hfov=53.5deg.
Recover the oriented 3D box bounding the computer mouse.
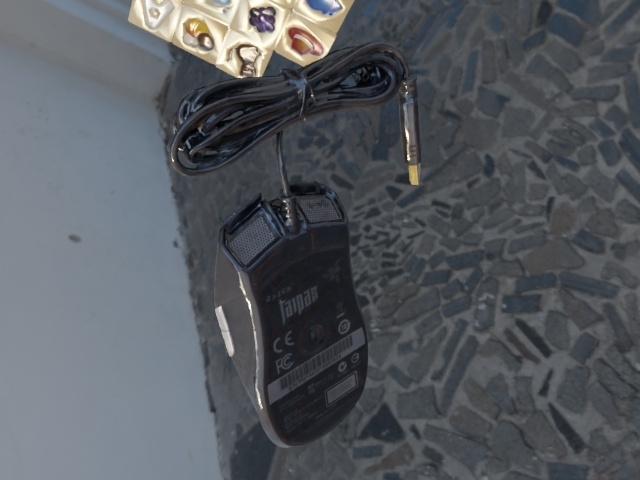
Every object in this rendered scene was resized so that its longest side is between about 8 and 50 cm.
[{"bbox_3d":[0.000,0.000,0.424,0.060,0.184,0.262,23,136,45],"label":"computer mouse"}]

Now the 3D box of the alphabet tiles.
[{"bbox_3d":[-0.083,-0.327,0.649,0.343,0.285,0.011,-56,14,44],"label":"alphabet tiles"}]
